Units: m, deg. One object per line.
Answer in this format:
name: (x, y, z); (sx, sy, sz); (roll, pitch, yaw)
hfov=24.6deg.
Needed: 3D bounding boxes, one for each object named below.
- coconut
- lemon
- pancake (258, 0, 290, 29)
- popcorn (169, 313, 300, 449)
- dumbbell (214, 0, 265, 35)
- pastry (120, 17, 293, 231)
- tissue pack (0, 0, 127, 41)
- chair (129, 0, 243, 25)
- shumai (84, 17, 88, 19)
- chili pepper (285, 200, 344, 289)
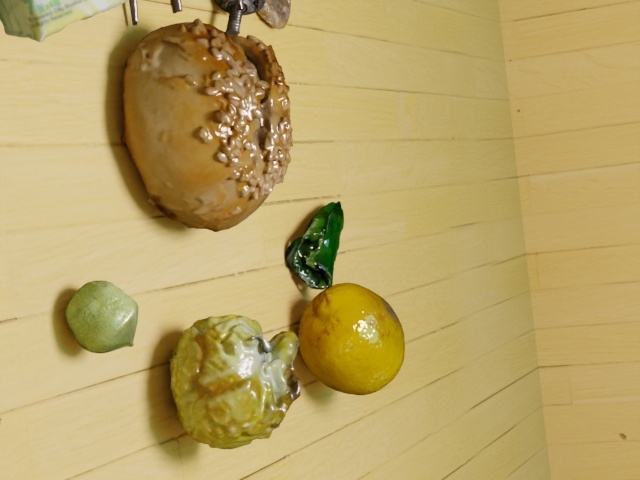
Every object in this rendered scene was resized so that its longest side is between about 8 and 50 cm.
coconut: (-0.260, 0.095, 1.769); (0.096, 0.088, 0.088); (48, 32, -8)
lemon: (0.049, 0.162, 2.393); (0.207, 0.170, 0.170); (44, 44, -42)
pancake: (-0.080, -0.414, 2.403); (0.139, 0.022, 0.140); (-7, 90, -67)
popcorn: (-0.108, 0.181, 1.983); (0.212, 0.198, 0.198); (-9, 94, -32)
dumbbell: (-0.116, -0.417, 2.241); (0.081, 0.081, 0.254); (52, 39, -52)
pastry: (-0.133, -0.158, 2.004); (0.315, 0.184, 0.285); (38, 51, -61)
tissue pack: (-0.275, -0.449, 1.592); (0.287, 0.162, 0.388); (-29, 111, -25)
chair: (-0.171, -0.444, 1.985); (0.166, 0.188, 0.272); (-43, 126, -67)
shumai: (-0.283, -0.372, 1.783); (0.201, 0.120, 0.201); (-9, 90, -66)
chili pepper: (0.003, 0.000, 2.458); (0.216, 0.062, 0.108); (-59, 144, -56)
